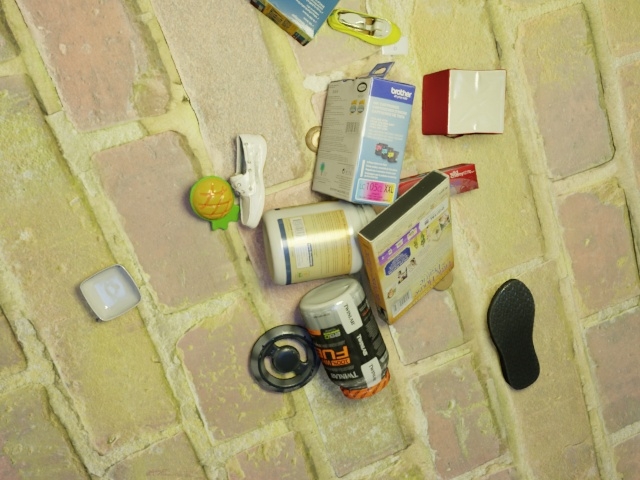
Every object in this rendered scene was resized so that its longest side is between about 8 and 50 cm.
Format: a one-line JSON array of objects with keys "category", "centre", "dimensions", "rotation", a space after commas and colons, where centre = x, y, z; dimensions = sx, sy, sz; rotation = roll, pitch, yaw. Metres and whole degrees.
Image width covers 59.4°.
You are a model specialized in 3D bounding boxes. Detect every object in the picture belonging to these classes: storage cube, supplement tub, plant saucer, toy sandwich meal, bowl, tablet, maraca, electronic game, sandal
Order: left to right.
[{"category": "bowl", "centre": [-0.604, 0.146, 1.635], "dimensions": [0.142, 0.053, 0.142], "rotation": [-29, 104, -6]}, {"category": "maraca", "centre": [-0.304, -0.108, 1.635], "dimensions": [0.127, 0.099, 0.185], "rotation": [-37, 130, -7]}, {"category": "electronic game", "centre": [-0.109, 0.376, 1.787], "dimensions": [0.230, 0.048, 0.229], "rotation": [-3, 102, -13]}, {"category": "plant saucer", "centre": [-0.004, -0.307, 1.703], "dimensions": [0.084, 0.015, 0.083], "rotation": [-2, 101, -12]}, {"category": "supplement tub", "centre": [0.000, 0.000, 1.649], "dimensions": [0.317, 0.228, 0.228], "rotation": [-9, 102, -10]}, {"category": "supplement tub", "centre": [0.084, 0.303, 1.735], "dimensions": [0.207, 0.207, 0.337], "rotation": [-25, 104, -7]}, {"category": "tablet", "centre": [0.226, -0.593, 1.707], "dimensions": [0.083, 0.006, 0.054], "rotation": [-5, 101, -11]}, {"category": "toy sandwich meal", "centre": [0.404, 0.125, 1.866], "dimensions": [0.086, 0.029, 0.085], "rotation": [-3, 106, -10]}, {"category": "storage cube", "centre": [0.426, -0.413, 1.687], "dimensions": [0.184, 0.193, 0.214], "rotation": [-2, 102, -12]}, {"category": "sandal", "centre": [0.645, 0.319, 1.928], "dimensions": [0.168, 0.107, 0.445], "rotation": [-20, 116, -9]}]

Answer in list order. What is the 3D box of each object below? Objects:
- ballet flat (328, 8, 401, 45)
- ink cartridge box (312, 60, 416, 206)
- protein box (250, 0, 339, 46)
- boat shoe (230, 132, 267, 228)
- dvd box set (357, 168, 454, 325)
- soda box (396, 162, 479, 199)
[{"category": "ballet flat", "centre": [0.136, -0.627, 1.640], "dimensions": [0.231, 0.077, 0.077], "rotation": [10, 92, -12]}, {"category": "ink cartridge box", "centre": [0.120, -0.311, 1.591], "dimensions": [0.151, 0.270, 0.395], "rotation": [3, 100, -26]}, {"category": "protein box", "centre": [-0.054, -0.693, 1.559], "dimensions": [0.200, 0.136, 0.201], "rotation": [35, 91, -16]}, {"category": "boat shoe", "centre": [-0.219, -0.173, 1.629], "dimensions": [0.096, 0.098, 0.276], "rotation": [1, 91, -35]}, {"category": "dvd box set", "centre": [0.268, 0.033, 1.654], "dimensions": [0.308, 0.062, 0.420], "rotation": [-39, 142, -17]}, {"category": "soda box", "centre": [0.356, -0.174, 1.767], "dimensions": [0.264, 0.092, 0.083], "rotation": [-16, 102, -9]}]
